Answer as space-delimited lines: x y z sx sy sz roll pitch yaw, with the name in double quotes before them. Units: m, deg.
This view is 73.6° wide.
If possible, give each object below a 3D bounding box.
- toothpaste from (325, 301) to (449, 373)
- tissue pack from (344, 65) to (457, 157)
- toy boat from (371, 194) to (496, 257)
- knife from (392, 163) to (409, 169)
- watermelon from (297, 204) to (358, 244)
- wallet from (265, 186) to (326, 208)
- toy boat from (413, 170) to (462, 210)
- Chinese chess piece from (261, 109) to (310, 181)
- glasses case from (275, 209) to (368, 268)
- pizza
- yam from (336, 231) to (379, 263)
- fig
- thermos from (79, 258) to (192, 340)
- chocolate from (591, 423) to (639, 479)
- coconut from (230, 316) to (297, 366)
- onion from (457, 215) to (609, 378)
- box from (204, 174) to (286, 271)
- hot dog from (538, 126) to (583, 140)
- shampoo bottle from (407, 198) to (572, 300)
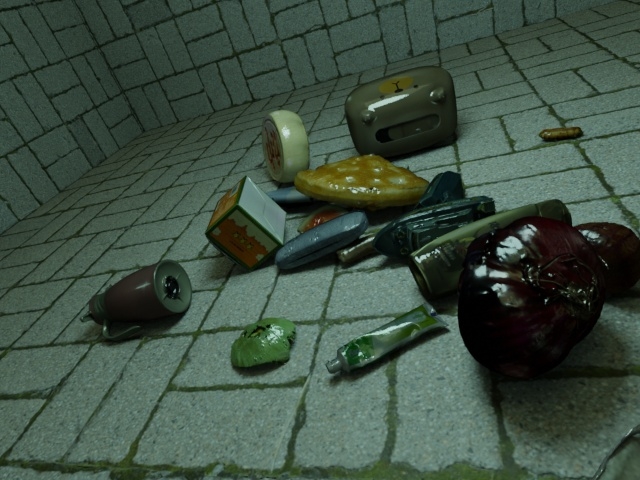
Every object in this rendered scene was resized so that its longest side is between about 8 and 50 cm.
"toothpaste" 0.124 0.194 0.828 0.247 0.047 0.078 -24 35 -11
"tissue pack" 0.287 -0.450 1.526 0.386 0.268 0.277 -13 34 10
"toy boat" 0.266 -0.019 1.010 0.295 0.114 0.122 -14 23 9
"knife" 0.180 -0.237 1.481 0.265 0.041 0.073 9 52 39
"watermelon" 0.028 -0.043 1.250 0.245 0.063 0.119 18 61 45
"wallet" -0.063 -0.152 1.457 0.230 0.070 0.170 -1 18 23
"toy boat" 0.331 -0.124 1.165 0.103 0.093 0.246 -37 8 42
"Chinese chess piece" -0.134 -0.355 1.622 0.111 0.270 0.270 -13 27 -21
"glasses case" 0.000 0.000 1.146 0.282 0.067 0.109 -26 24 21
"pizza" 0.123 -0.171 1.287 0.407 0.114 0.278 5 29 5
"yam" 0.156 0.001 1.106 0.240 0.057 0.057 -23 31 -4
"fig" 0.545 0.011 0.798 0.201 0.134 0.146 -23 39 -22
"thermos" -0.498 0.168 1.152 0.264 0.146 0.177 -19 55 17
"chocolate" 0.347 0.332 0.425 0.303 0.101 0.185 -35 44 -19
"coconut" -0.120 0.217 0.921 0.158 0.055 0.133 -36 33 -23
"onion" 0.331 0.098 0.701 0.281 0.221 0.281 -43 15 14
"box" -0.212 -0.049 1.242 0.148 0.177 0.195 -37 26 19
"hot dog" 0.731 -0.324 1.302 0.121 0.037 0.049 2 25 24
"shampoo bottle" 0.365 0.013 0.912 0.349 0.084 0.126 -22 68 -5
